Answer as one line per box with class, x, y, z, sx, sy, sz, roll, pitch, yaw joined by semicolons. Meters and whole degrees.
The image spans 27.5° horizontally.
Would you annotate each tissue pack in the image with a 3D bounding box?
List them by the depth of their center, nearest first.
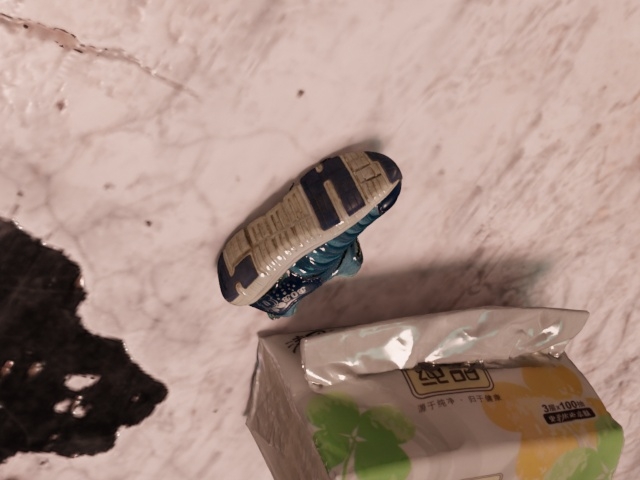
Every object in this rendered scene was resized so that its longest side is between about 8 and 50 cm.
tissue pack;0.084;0.116;0.931;0.229;0.159;0.145;-5;127;-22

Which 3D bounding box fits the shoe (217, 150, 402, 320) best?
shoe;0.000;0.000;0.862;0.143;0.064;0.071;-41;132;12
